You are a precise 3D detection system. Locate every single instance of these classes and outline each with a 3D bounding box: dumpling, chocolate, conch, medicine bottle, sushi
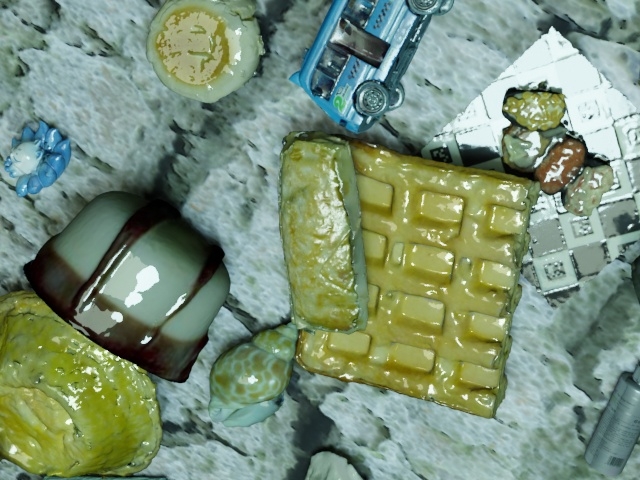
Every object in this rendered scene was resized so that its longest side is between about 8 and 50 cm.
[{"bbox_3d":[0.018,0.394,1.385,0.127,0.108,0.188,23,129,30],"label":"dumpling"},{"bbox_3d":[-0.240,0.044,1.274,0.283,0.283,0.186,37,89,0],"label":"chocolate"},{"bbox_3d":[-0.104,0.200,1.353,0.116,0.106,0.173,13,129,-11],"label":"conch"},{"bbox_3d":[0.421,0.223,1.258,0.057,0.057,0.199,19,109,7],"label":"medicine bottle"},{"bbox_3d":[0.306,-0.084,1.198,0.290,0.050,0.264,46,111,-3],"label":"sushi"}]

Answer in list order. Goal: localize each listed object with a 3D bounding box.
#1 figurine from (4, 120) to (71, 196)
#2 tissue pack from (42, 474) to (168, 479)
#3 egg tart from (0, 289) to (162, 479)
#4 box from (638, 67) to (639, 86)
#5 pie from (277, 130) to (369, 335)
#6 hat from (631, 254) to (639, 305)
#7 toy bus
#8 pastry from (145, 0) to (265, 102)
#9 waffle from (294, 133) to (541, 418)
[{"bbox_3d":[-0.403,-0.121,1.336,0.114,0.079,0.114,-17,58,30],"label":"figurine"},{"bbox_3d":[-0.342,0.538,1.490,0.228,0.128,0.311,-2,105,16],"label":"tissue pack"},{"bbox_3d":[-0.395,0.242,1.379,0.345,0.132,0.345,10,122,16],"label":"egg tart"},{"bbox_3d":[0.438,-0.265,1.128,0.089,0.022,0.156,5,107,11],"label":"box"},{"bbox_3d":[0.000,0.000,1.213,0.128,0.068,0.282,4,111,27],"label":"pie"},{"bbox_3d":[0.471,0.210,1.180,0.257,0.366,0.382,-49,62,47],"label":"hat"},{"bbox_3d":[0.071,-0.265,1.166,0.134,0.113,0.246,31,109,7],"label":"toy bus"},{"bbox_3d":[-0.152,-0.264,1.233,0.166,0.088,0.166,3,106,9],"label":"pastry"},{"bbox_3d":[0.121,0.046,1.248,0.304,0.077,0.348,14,110,19],"label":"waffle"}]
